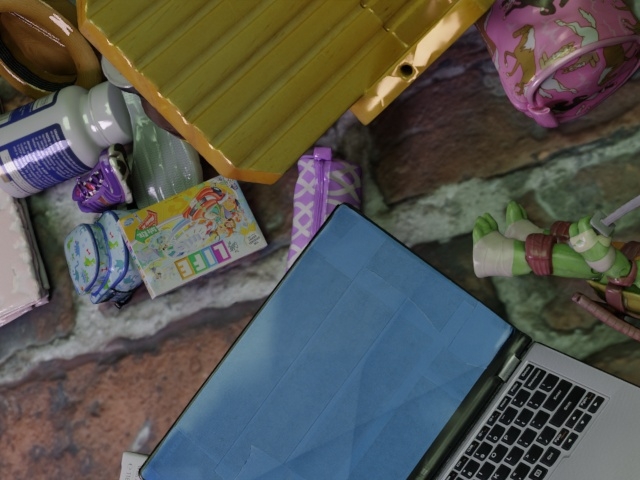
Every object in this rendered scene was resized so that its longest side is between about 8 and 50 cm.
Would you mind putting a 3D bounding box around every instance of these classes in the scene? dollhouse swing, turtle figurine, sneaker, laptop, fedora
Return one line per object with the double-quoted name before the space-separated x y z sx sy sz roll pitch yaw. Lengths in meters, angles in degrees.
"dollhouse swing" -0.023 -0.290 1.682 0.347 0.305 0.315 46 129 -2
"turtle figurine" 0.308 -0.027 1.728 0.266 0.275 0.198 5 46 29
"sneaker" -0.272 -0.066 2.009 0.071 0.170 0.068 -9 72 -16
"laptop" 0.086 0.214 1.666 0.382 0.236 0.408 -53 32 -8
"fedora" -0.358 -0.265 2.118 0.194 0.194 0.079 8 44 25
"sneaker" -0.189 -0.129 2.034 0.094 0.091 0.258 -6 96 18

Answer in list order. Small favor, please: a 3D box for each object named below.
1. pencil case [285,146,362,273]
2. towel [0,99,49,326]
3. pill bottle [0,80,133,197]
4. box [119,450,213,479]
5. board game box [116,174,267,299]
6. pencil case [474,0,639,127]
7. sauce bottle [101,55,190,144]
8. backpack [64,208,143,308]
"pencil case" 0.000 0.000 1.915 0.086 0.088 0.206 0 77 22
"towel" -0.531 -0.004 2.174 0.317 0.053 0.332 -24 70 16
"pill bottle" -0.330 -0.135 2.081 0.186 0.112 0.112 -20 70 19
"box" -0.150 0.345 1.847 0.119 0.182 0.181 6 80 26
"board game box" -0.155 -0.008 1.962 0.154 0.026 0.103 -25 86 -17
"pencil case" 0.218 -0.318 1.855 0.386 0.160 0.167 60 138 23
"sauce bottle" -0.138 -0.162 1.872 0.111 0.344 0.111 -4 79 23
"backpack" -0.261 0.017 2.007 0.114 0.084 0.105 -38 62 45
